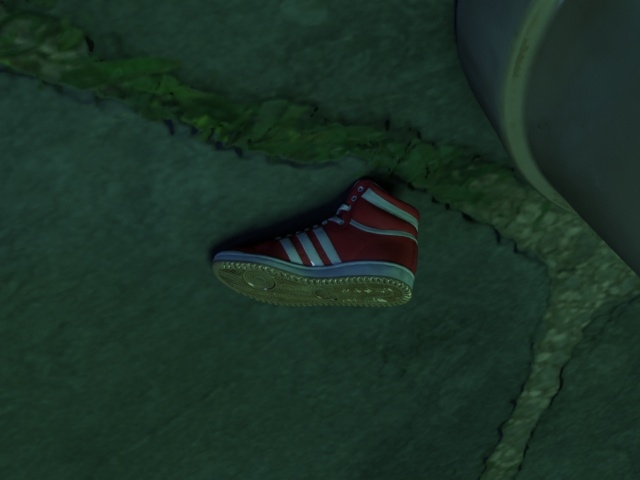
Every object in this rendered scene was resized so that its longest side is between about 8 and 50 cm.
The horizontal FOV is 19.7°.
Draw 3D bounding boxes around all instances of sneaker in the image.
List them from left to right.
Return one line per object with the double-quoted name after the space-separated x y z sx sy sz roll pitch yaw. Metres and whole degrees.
0.000 0.000 1.045 0.118 0.067 0.042 4 150 17 "sneaker"

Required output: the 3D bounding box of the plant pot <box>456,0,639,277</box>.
0.262 -0.054 0.901 0.323 0.280 0.323 -13 142 -11 "plant pot"
